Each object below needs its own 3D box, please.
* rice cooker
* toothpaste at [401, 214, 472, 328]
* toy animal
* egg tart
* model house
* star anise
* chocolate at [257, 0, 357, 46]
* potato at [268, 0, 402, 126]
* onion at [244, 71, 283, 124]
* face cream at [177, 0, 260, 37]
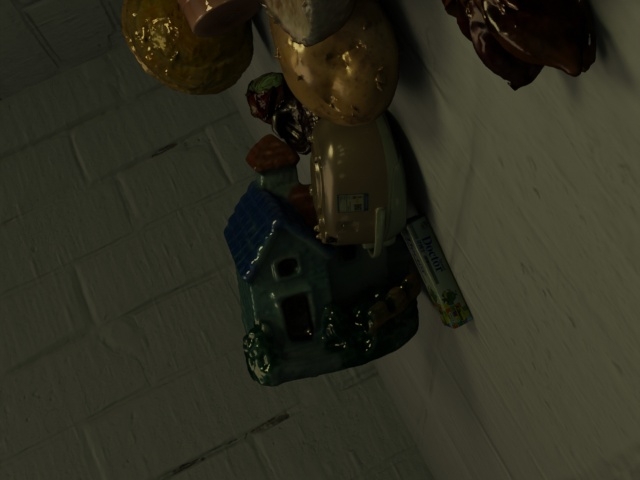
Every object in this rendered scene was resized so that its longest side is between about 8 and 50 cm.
[{"bbox_3d":[0.048,-0.078,0.949,0.145,0.127,0.207,-105,14,-53],"label":"rice cooker"},{"bbox_3d":[0.160,0.044,0.996,0.164,0.034,0.046,65,171,-6],"label":"toothpaste"},{"bbox_3d":[0.006,-0.204,1.144,0.179,0.116,0.218,38,151,-14],"label":"toy animal"},{"bbox_3d":[-0.263,-0.470,1.520,0.128,0.318,0.319,-23,93,57],"label":"egg tart"},{"bbox_3d":[0.000,0.000,1.109,0.252,0.294,0.330,-124,26,-66],"label":"model house"},{"bbox_3d":[0.105,-0.164,0.428,0.168,0.057,0.168,62,174,11],"label":"star anise"},{"bbox_3d":[-0.013,-0.317,0.577,0.303,0.100,0.185,84,165,-48],"label":"chocolate"},{"bbox_3d":[0.003,-0.219,0.772,0.161,0.128,0.235,92,157,-66],"label":"potato"},{"bbox_3d":[-0.097,-0.290,1.483,0.117,0.118,0.119,50,166,53],"label":"onion"},{"bbox_3d":[-0.203,-0.479,1.394,0.104,0.149,0.149,64,175,2],"label":"face cream"}]
